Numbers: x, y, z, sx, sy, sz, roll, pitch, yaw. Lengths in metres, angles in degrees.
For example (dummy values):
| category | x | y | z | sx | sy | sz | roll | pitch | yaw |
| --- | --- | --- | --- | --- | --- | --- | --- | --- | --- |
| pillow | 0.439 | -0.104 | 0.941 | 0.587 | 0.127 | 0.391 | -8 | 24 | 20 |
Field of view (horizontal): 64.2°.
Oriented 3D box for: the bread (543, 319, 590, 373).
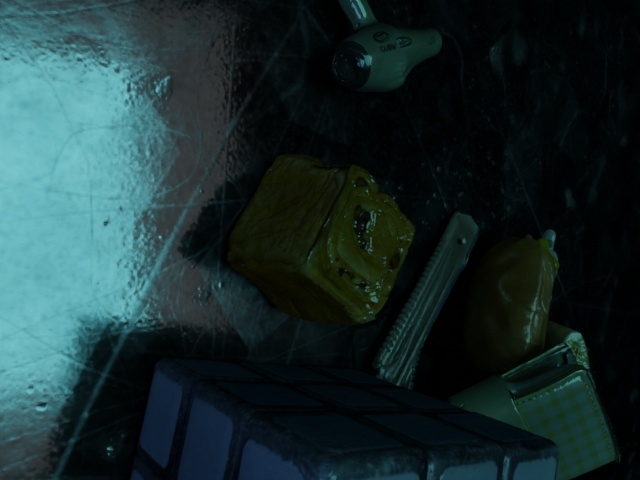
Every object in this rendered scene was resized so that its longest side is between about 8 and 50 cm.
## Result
| category | x | y | z | sx | sy | sz | roll | pitch | yaw |
| --- | --- | --- | --- | --- | --- | --- | --- | --- | --- |
| bread | 0.388 | 0.200 | 0.874 | 0.060 | 0.178 | 0.139 | -4 | 97 | -7 |

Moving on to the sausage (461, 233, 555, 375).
| category | x | y | z | sx | sy | sz | roll | pitch | yaw |
| --- | --- | --- | --- | --- | --- | --- | --- | --- | --- |
| sausage | 0.312 | 0.104 | 0.842 | 0.120 | 0.136 | 0.241 | 22 | 74 | -30 |

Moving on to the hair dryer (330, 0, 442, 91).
| category | x | y | z | sx | sy | sz | roll | pitch | yaw |
| --- | --- | --- | --- | --- | --- | --- | --- | --- | --- |
| hair dryer | 0.083 | -0.299 | 0.685 | 0.219 | 0.088 | 0.224 | -5 | 80 | -45 |

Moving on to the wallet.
| category | x | y | z | sx | sy | sz | roll | pitch | yaw |
| --- | --- | --- | --- | --- | --- | --- | --- | --- | --- |
| wallet | 0.268 | 0.306 | 0.757 | 0.310 | 0.077 | 0.223 | -25 | 112 | 3 |

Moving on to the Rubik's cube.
| category | x | y | z | sx | sy | sz | roll | pitch | yaw |
| --- | --- | --- | --- | --- | --- | --- | --- | --- | --- |
| Rubik's cube | 0.001 | 0.296 | 0.487 | 0.301 | 0.305 | 0.303 | 15 | 81 | -39 |

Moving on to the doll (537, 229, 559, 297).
| category | x | y | z | sx | sy | sz | roll | pitch | yaw |
| --- | --- | --- | --- | --- | --- | --- | --- | --- | --- |
| doll | 0.430 | 0.040 | 0.975 | 0.113 | 0.072 | 0.135 | 42 | 62 | -41 |

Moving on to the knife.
| category | x | y | z | sx | sy | sz | roll | pitch | yaw |
| --- | --- | --- | --- | --- | --- | --- | --- | --- | --- |
| knife | 0.156 | 0.106 | 0.772 | 0.089 | 0.043 | 0.365 | 45 | 64 | -31 |

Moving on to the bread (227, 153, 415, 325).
| category | x | y | z | sx | sy | sz | roll | pitch | yaw |
| --- | --- | --- | --- | --- | --- | --- | --- | --- | --- |
| bread | 0.000 | 0.000 | 0.576 | 0.158 | 0.143 | 0.149 | -56 | 128 | -22 |
